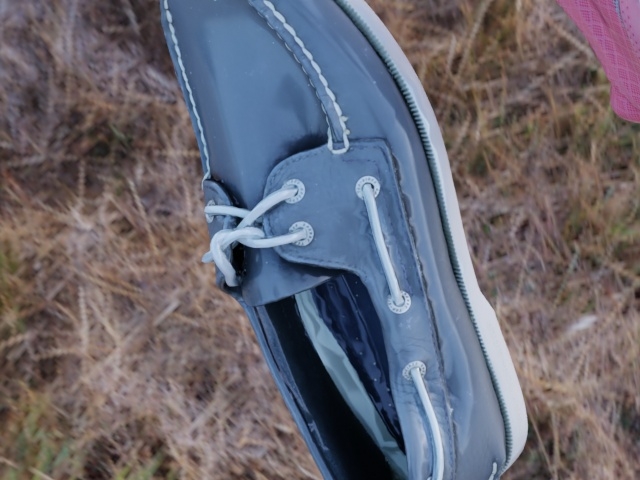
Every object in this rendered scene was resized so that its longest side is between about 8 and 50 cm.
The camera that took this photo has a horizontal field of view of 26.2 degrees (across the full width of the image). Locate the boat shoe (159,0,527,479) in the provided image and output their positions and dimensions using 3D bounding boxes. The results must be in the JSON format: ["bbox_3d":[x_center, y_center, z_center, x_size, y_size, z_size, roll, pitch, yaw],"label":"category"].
[{"bbox_3d":[0.000,0.000,0.659,0.116,0.319,0.099,-12,19,44],"label":"boat shoe"}]

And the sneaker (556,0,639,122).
[{"bbox_3d":[0.104,-0.186,0.601,0.116,0.136,0.314,-15,71,-19],"label":"sneaker"}]
